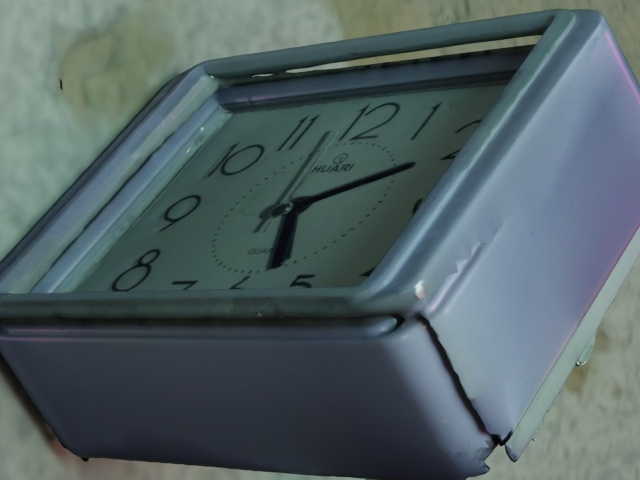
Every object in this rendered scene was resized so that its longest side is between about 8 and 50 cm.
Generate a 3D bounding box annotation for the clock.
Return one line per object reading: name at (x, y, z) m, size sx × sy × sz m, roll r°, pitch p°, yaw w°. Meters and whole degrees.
clock at (0.001, 0.000, 0.555) m, size 0.144 × 0.193 × 0.073 m, roll -53°, pitch 125°, yaw -36°
